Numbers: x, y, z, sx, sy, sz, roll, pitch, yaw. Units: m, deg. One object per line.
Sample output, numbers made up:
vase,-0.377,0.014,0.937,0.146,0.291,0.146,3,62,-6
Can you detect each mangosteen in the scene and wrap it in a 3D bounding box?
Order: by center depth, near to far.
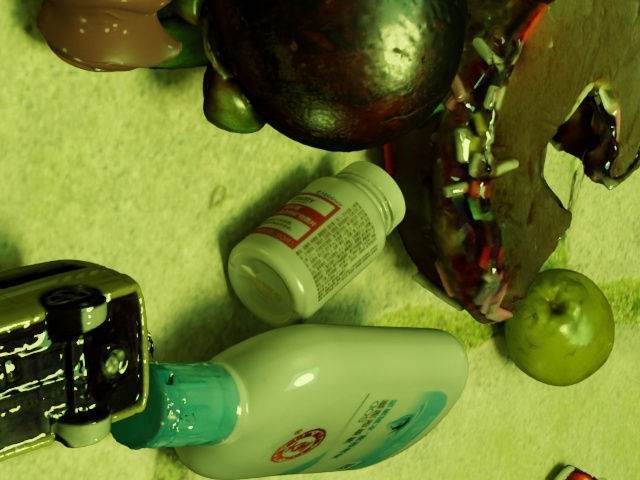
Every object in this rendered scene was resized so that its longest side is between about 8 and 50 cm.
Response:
mangosteen,-0.005,-0.171,1.234,0.216,0.216,0.216,-24,123,-45

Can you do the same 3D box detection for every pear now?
pear,0.224,0.082,1.701,0.107,0.107,0.131,-63,154,-12

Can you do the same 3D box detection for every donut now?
donut,0.169,-0.118,1.521,0.345,0.136,0.259,-52,137,-27

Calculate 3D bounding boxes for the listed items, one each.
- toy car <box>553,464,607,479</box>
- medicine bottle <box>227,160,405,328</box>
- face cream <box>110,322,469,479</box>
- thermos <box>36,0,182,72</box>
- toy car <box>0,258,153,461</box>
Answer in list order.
toy car,0.289,0.307,1.866,0.139,0.112,0.112,43,70,-50
medicine bottle,0.000,0.000,1.393,0.140,0.079,0.079,-41,133,-34
face cream,-0.027,0.122,1.370,0.163,0.080,0.337,-42,154,26
thermos,-0.128,-0.232,1.063,0.136,0.109,0.330,-22,142,-33
toy car,-0.231,0.085,1.100,0.257,0.124,0.101,-16,114,-38
